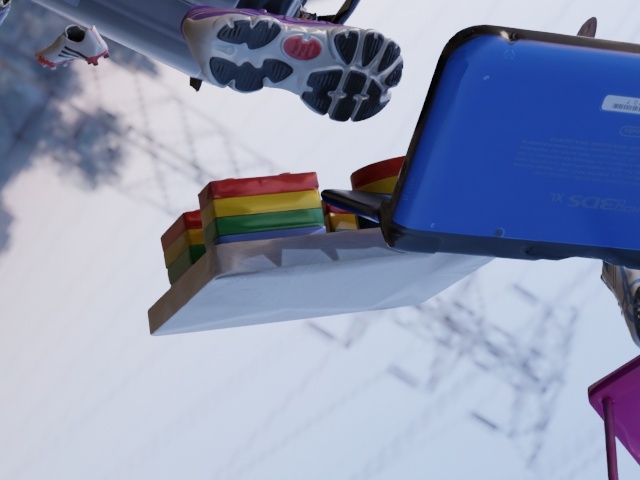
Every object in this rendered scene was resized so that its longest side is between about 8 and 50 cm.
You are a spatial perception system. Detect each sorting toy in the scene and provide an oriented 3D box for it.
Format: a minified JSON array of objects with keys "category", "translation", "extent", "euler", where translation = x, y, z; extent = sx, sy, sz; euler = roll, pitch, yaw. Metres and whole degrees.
[{"category":"sorting toy","translation":[0.000,0.000,1.616],"extent":[0.257,0.255,0.089],"euler":[140,-58,-68]}]

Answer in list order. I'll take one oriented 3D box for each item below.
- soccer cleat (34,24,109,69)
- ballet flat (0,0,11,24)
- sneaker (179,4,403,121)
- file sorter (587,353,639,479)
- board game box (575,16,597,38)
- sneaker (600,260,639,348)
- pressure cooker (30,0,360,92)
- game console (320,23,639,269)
[{"category":"soccer cleat","translation":[-0.216,-0.168,1.659],"extent":[0.083,0.036,0.029],"euler":[3,-146,41]},{"category":"ballet flat","translation":[-0.272,-0.198,1.435],"extent":[0.041,0.114,0.041],"euler":[-22,-129,30]},{"category":"sneaker","translation":[-0.017,-0.131,1.312],"extent":[0.071,0.170,0.068],"euler":[48,-62,51]},{"category":"file sorter","translation":[0.365,0.141,1.350],"extent":[0.290,0.202,0.182],"euler":[-35,-165,18]},{"category":"board game box","translation":[0.189,-0.127,1.708],"extent":[0.169,0.033,0.133],"euler":[-62,-175,28]},{"category":"sneaker","translation":[0.437,0.066,2.712],"extent":[0.086,0.085,0.237],"euler":[-45,-146,36]},{"category":"pressure cooker","translation":[-0.140,-0.381,2.343],"extent":[0.370,0.420,0.375],"euler":[-137,-108,-83]},{"category":"game console","translation":[0.177,-0.068,1.374],"extent":[0.173,0.293,0.250],"euler":[-107,-152,-49]}]
